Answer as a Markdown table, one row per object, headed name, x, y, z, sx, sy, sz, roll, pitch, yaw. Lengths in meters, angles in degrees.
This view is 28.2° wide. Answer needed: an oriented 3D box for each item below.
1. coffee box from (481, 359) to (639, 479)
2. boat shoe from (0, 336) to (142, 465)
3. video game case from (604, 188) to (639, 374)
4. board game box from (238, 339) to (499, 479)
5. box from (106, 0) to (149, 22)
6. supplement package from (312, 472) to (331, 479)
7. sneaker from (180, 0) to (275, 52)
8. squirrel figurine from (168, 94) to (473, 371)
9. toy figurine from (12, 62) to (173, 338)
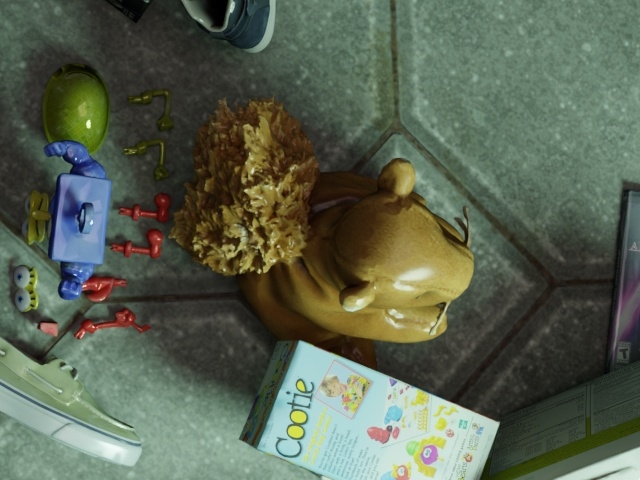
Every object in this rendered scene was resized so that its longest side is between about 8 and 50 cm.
| name | x | y | z | sx | sy | sz | roll | pitch | yaw |
| --- | --- | --- | --- | --- | --- | --- | --- | --- | --- |
| coffee box | 0.434 | 0.366 | 1.646 | 0.338 | 0.334 | 0.338 | -25 | 96 | 15 |
| boat shoe | -0.358 | 0.193 | 1.637 | 0.302 | 0.109 | 0.094 | 28 | 81 | -8 |
| video game case | 0.527 | 0.073 | 1.884 | 0.196 | 0.026 | 0.274 | 7 | 88 | -13 |
| board game box | 0.058 | 0.240 | 1.604 | 0.275 | 0.142 | 0.144 | 24 | 81 | -10 |
| box | -0.212 | -0.388 | 1.662 | 0.077 | 0.147 | 0.180 | 37 | 82 | -10 |
| supplement package | 0.083 | 0.288 | 1.736 | 0.179 | 0.105 | 0.105 | 15 | 85 | -13 |
| sneaker | -0.117 | -0.370 | 1.670 | 0.086 | 0.163 | 0.226 | -1 | 90 | 24 |
| squirrel figurine | 0.000 | 0.000 | 1.586 | 0.397 | 0.370 | 0.281 | 27 | 83 | -11 |
| toy figurine | -0.275 | -0.050 | 1.604 | 0.191 | 0.217 | 0.362 | 9 | 87 | -13 |
